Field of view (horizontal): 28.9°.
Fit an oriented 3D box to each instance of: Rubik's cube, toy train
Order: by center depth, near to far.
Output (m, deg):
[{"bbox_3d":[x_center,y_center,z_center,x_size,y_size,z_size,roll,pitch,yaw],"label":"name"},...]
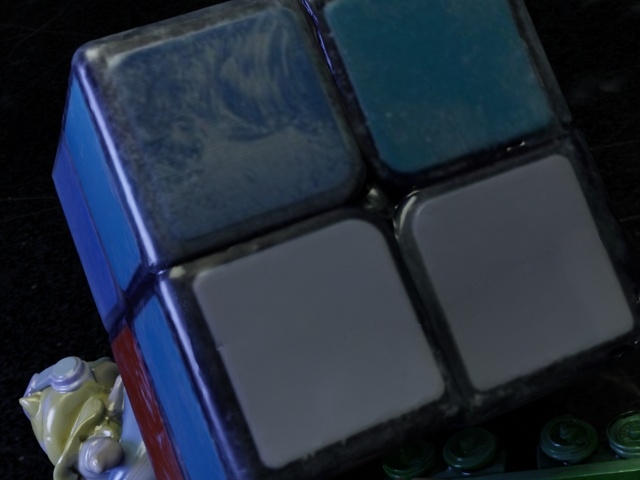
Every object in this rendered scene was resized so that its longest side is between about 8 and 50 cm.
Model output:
[{"bbox_3d":[0.151,0.195,0.914,0.251,0.085,0.119,-10,32,18],"label":"toy train"},{"bbox_3d":[0.000,0.000,0.919,0.313,0.318,0.316,-20,-7,-18],"label":"Rubik's cube"}]

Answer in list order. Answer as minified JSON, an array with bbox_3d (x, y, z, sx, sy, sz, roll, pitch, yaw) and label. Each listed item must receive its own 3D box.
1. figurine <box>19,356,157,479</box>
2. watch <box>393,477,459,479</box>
[{"bbox_3d":[-0.182,0.169,1.078,0.184,0.128,0.208,-5,43,23],"label":"figurine"},{"bbox_3d":[0.107,0.296,0.726,0.305,0.241,0.274,-1,56,15],"label":"watch"}]
